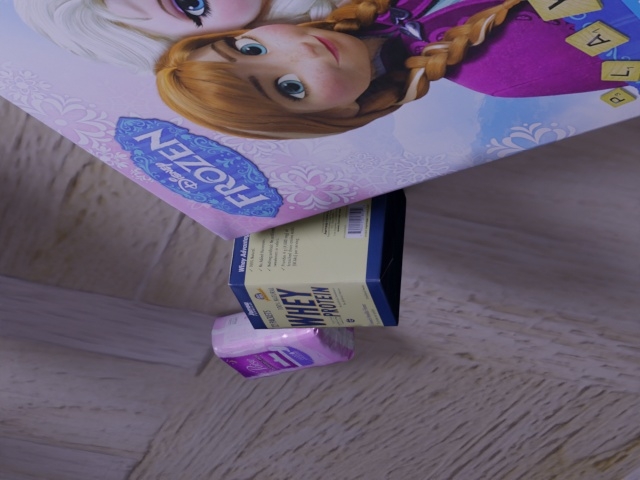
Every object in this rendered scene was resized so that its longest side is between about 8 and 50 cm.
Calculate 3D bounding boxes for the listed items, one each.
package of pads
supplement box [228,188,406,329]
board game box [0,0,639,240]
[{"bbox_3d":[-0.024,0.064,1.159,0.083,0.032,0.050,-13,145,28],"label":"package of pads"},{"bbox_3d":[0.000,0.000,0.978,0.083,0.083,0.056,-2,151,13],"label":"supplement box"},{"bbox_3d":[-0.016,-0.125,0.763,0.318,0.066,0.318,-17,146,34],"label":"board game box"}]
